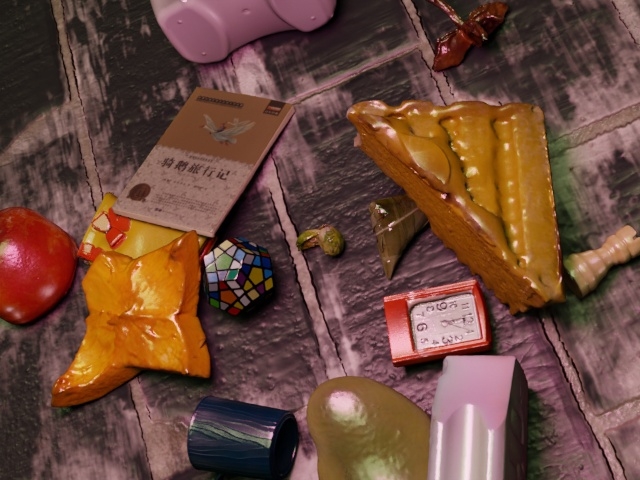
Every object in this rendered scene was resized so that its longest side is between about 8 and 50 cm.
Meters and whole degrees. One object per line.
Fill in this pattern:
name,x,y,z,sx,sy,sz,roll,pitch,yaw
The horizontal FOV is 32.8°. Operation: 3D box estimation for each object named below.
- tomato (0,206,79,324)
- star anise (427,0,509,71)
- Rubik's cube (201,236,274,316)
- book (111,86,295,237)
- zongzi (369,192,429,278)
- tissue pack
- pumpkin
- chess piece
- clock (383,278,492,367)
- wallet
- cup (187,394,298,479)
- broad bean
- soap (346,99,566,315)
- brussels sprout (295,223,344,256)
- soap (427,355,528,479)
tomato,-0.557,0.026,1.947,0.233,0.139,0.200,22,68,30
star anise,0.234,-0.388,1.864,0.140,0.144,0.158,-24,19,44
Rubik's cube,-0.136,0.058,1.780,0.133,0.133,0.112,35,107,32
book,-0.206,-0.147,1.930,0.217,0.021,0.310,13,57,27
zongzi,0.162,-0.017,1.757,0.154,0.062,0.130,-14,85,-8
tissue pack,-0.145,-0.495,2.001,0.333,0.229,0.236,-16,62,13
pumpkin,-0.316,0.132,1.805,0.290,0.095,0.258,-11,76,22
chess piece,0.419,0.029,1.612,0.122,0.066,0.066,-31,57,-1
clock,0.181,0.130,1.654,0.155,0.061,0.113,-12,60,11
wallet,-0.312,0.009,1.904,0.241,0.067,0.141,19,74,28
cup,-0.113,0.316,1.656,0.138,0.150,0.113,6,32,22
broad bean,0.084,0.317,1.575,0.189,0.121,0.263,-25,73,2
soap,0.193,-0.040,1.629,0.304,0.169,0.338,0,62,-1
brussels sprout,-0.001,-0.001,1.799,0.083,0.046,0.051,8,61,26
soap,0.213,0.319,1.462,0.109,0.193,0.324,-2,64,21
